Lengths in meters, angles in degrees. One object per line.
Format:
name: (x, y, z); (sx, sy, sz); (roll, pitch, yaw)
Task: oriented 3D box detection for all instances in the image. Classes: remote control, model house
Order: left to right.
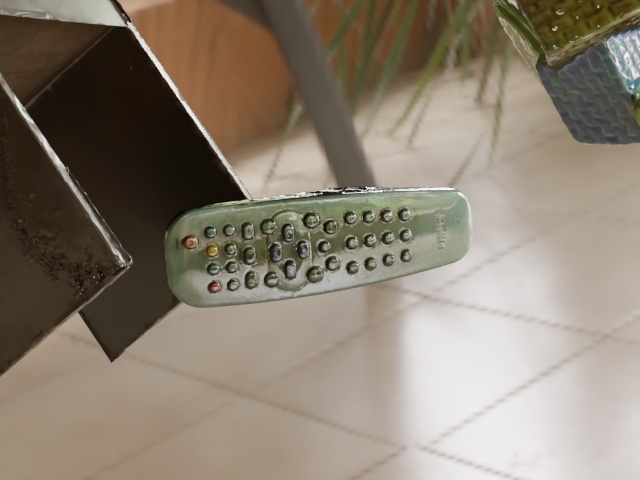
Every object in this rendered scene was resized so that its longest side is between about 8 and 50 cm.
remote control: (0.000, 0.000, 1.038); (0.222, 0.072, 0.042); (-8, 15, -17)
model house: (0.249, -0.185, 1.220); (0.195, 0.214, 0.189); (-23, 33, 11)

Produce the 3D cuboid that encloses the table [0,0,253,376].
table: (-0.222, -0.054, 1.058); (0.196, 0.282, 0.250); (-38, -7, 19)
